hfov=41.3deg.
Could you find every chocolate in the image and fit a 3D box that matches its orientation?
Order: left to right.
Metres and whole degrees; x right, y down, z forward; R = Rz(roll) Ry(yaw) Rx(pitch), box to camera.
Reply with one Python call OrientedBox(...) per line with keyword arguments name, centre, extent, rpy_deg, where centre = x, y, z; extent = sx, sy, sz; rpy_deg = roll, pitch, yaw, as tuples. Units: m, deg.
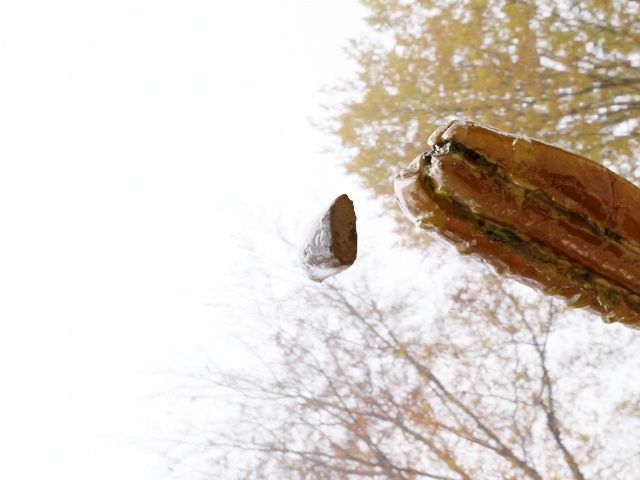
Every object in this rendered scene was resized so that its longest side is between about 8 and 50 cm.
OrientedBox(name="chocolate", centre=(0.000, 0.000, 0.765), extent=(0.031, 0.100, 0.065), rpy_deg=(0, -104, -23))

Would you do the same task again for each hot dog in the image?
OrientedBox(name="hot dog", centre=(0.184, -0.007, 0.628), extent=(0.269, 0.072, 0.115), rpy_deg=(22, -62, -13))
